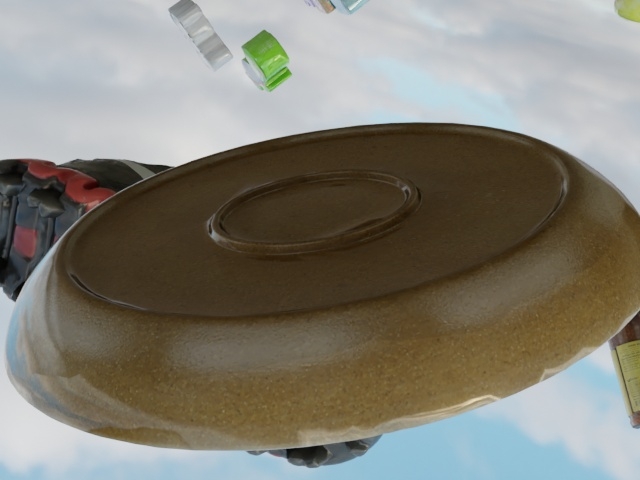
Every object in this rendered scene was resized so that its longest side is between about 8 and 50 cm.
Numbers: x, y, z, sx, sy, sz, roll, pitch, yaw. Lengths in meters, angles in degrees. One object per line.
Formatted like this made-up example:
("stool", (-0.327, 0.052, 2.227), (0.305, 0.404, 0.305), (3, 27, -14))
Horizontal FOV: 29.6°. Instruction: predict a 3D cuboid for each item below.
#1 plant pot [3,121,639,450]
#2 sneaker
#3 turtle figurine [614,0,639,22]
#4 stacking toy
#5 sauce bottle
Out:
("plant pot", (0.000, 0.000, 0.440), (0.236, 0.032, 0.236), (-8, -159, 3))
("sneaker", (-0.066, 0.027, 0.696), (0.276, 0.097, 0.135), (29, -154, 20))
("turtle figurine", (0.138, -0.132, 0.394), (0.217, 0.087, 0.269), (19, -149, -2))
("stacking toy", (-0.001, -0.167, 0.748), (0.052, 0.167, 0.221), (54, 175, -20))
("sauce bottle", (0.263, 0.091, 1.011), (0.042, 0.128, 0.042), (-9, 163, -3))
